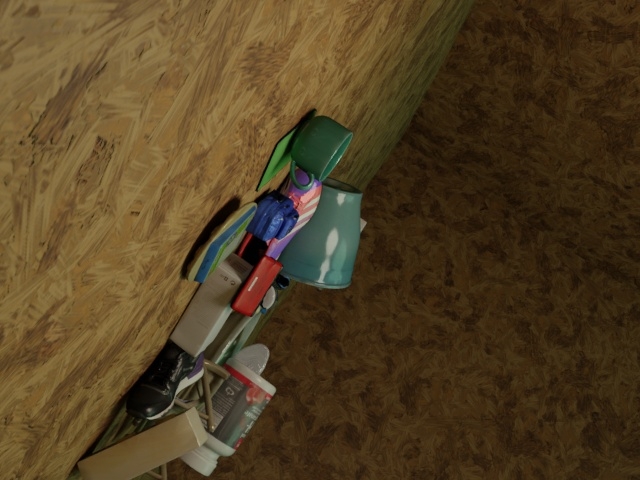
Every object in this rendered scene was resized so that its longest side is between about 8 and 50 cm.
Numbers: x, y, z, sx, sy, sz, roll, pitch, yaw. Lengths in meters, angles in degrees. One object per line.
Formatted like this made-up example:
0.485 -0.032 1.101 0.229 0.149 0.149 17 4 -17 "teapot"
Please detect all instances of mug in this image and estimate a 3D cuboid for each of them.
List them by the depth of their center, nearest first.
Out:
-0.011 -0.200 1.486 0.157 0.097 0.129 -50 174 -43 "mug"

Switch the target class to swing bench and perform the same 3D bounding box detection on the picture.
-0.385 0.459 1.794 0.253 0.165 0.254 -54 -169 19 "swing bench"

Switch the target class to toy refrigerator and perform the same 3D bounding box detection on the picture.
-0.407 0.478 1.575 0.270 0.094 0.102 -24 174 0 "toy refrigerator"

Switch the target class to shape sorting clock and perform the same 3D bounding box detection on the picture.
-0.199 0.001 1.375 0.206 0.040 0.206 -53 178 -2 "shape sorting clock"

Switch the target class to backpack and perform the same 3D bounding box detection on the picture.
-0.110 -0.053 1.572 0.097 0.101 0.120 -65 169 23 "backpack"

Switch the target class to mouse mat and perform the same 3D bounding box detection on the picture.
-0.074 -0.198 1.501 0.189 0.007 0.152 -49 172 -47 "mouse mat"

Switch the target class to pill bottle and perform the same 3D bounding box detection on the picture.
-0.289 0.523 2.030 0.318 0.176 0.176 -55 175 -13 "pill bottle"
-0.197 0.184 2.296 0.108 0.108 0.180 -56 176 -3 "pill bottle"

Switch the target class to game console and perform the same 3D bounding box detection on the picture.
-0.160 0.095 1.592 0.144 0.085 0.124 -58 145 -2 "game console"

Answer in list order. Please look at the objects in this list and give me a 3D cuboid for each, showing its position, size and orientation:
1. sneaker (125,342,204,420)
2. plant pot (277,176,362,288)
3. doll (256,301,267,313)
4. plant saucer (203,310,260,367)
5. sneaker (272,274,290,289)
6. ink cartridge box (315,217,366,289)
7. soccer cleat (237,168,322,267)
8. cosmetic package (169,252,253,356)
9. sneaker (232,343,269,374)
-0.367 0.307 1.620 0.283 0.107 0.124 -47 151 -65 "sneaker"
-0.006 -0.040 1.862 0.272 0.272 0.255 -40 149 -75 "plant pot"
-0.200 0.162 2.049 0.046 0.129 0.189 -36 -156 14 "doll"
-0.330 0.346 2.100 0.400 0.101 0.400 -56 176 -7 "plant saucer"
-0.133 0.110 2.032 0.079 0.121 0.217 -55 159 -1 "sneaker"
0.000 0.000 2.431 0.283 0.207 0.117 -55 177 -15 "ink cartridge box"
-0.103 -0.045 1.700 0.318 0.109 0.116 -54 172 11 "soccer cleat"
-0.253 0.149 1.615 0.231 0.086 0.117 -56 176 16 "cosmetic package"
-0.271 0.447 2.220 0.268 0.101 0.153 -49 175 -15 "sneaker"
